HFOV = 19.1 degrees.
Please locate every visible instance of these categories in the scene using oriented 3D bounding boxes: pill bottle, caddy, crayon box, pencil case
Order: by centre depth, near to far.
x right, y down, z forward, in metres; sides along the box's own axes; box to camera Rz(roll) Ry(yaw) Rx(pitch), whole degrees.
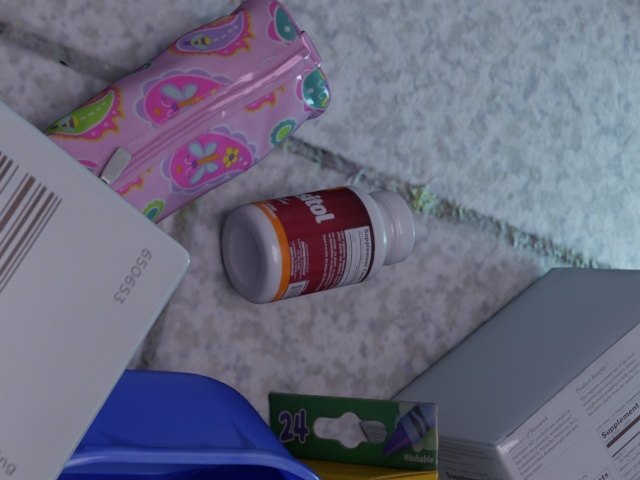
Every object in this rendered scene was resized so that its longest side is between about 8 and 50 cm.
[{"bbox_3d":[-0.148,0.232,1.401,0.341,0.179,0.241,4,119,-31],"label":"caddy"},{"bbox_3d":[-0.125,-0.083,1.520,0.284,0.124,0.124,-35,107,-28],"label":"pencil case"},{"bbox_3d":[-0.001,0.290,1.539,0.083,0.203,0.323,0,89,-43],"label":"crayon box"},{"bbox_3d":[0.000,0.000,1.615,0.152,0.086,0.086,-11,96,-32],"label":"pill bottle"}]

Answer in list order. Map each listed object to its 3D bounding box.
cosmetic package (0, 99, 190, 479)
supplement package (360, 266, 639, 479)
[{"bbox_3d":[-0.360,0.053,1.209,0.329,0.394,0.327,39,70,-23],"label":"cosmetic package"},{"bbox_3d":[0.210,0.153,1.672,0.262,0.204,0.145,-36,108,-26],"label":"supplement package"}]
